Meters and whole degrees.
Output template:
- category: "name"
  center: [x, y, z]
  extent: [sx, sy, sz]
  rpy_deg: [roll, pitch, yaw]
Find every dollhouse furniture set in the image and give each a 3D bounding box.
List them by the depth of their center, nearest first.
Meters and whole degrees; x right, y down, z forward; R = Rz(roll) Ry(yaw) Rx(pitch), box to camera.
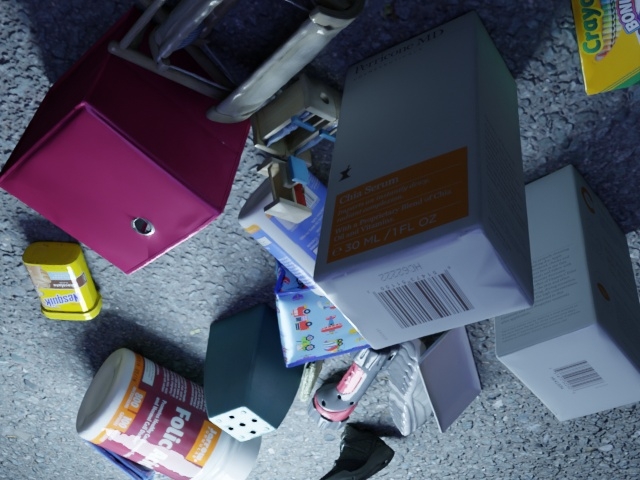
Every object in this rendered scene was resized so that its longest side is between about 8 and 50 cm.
- category: "dollhouse furniture set"
  center: [-0.013, -0.136, 1.292]
  extent: [0.129, 0.183, 0.129]
  rpy_deg: [-30, 148, 34]

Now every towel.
- category: "towel"
  center: [-0.014, 0.279, 1.799]
  extent: [0.027, 0.110, 0.148]
  rpy_deg: [19, 136, 6]
- category: "towel"
  center: [-0.460, 0.520, 2.024]
  extent: [0.209, 0.034, 0.285]
  rpy_deg: [33, 176, 12]

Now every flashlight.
- category: "flashlight"
  center: [0.063, 0.308, 1.832]
  extent: [0.103, 0.103, 0.304]
  rpy_deg: [-18, 146, -37]

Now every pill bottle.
- category: "pill bottle"
  center: [0.000, 0.000, 1.439]
  extent: [0.272, 0.152, 0.152]
  rpy_deg: [43, 128, -15]
- category: "pill bottle"
  center: [-0.349, 0.434, 1.930]
  extent: [0.392, 0.224, 0.224]
  rpy_deg: [32, 132, -22]

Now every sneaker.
- category: "sneaker"
  center: [0.215, 0.309, 1.828]
  extent: [0.115, 0.105, 0.281]
  rpy_deg: [-20, 135, -19]
- category: "sneaker"
  center: [0.060, 0.537, 2.009]
  extent: [0.130, 0.227, 0.087]
  rpy_deg: [42, 141, 32]

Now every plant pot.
- category: "plant pot"
  center: [-0.147, 0.292, 1.744]
  extent: [0.166, 0.234, 0.165]
  rpy_deg: [-24, 127, 31]

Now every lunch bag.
- category: "lunch bag"
  center: [0.063, 0.124, 1.628]
  extent: [0.293, 0.138, 0.221]
  rpy_deg: [-4, 133, 0]

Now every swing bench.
- category: "swing bench"
  center: [-0.113, -0.313, 1.160]
  extent: [0.255, 0.165, 0.253]
  rpy_deg: [34, 131, -25]

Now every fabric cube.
- category: "fabric cube"
  center: [-0.298, -0.150, 1.290]
  extent: [0.254, 0.259, 0.258]
  rpy_deg: [-29, 125, 34]

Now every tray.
- category: "tray"
  center: [0.276, 0.295, 1.778]
  extent: [0.030, 0.145, 0.270]
  rpy_deg: [29, 152, 41]

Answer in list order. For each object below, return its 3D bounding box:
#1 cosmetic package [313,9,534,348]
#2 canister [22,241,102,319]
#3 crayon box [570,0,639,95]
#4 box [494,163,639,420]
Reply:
- category: "cosmetic package"
  center: [0.148, -0.097, 1.133]
  extent: [0.230, 0.453, 0.161]
  rpy_deg: [-20, 129, 26]
- category: "canister"
  center: [-0.538, 0.084, 1.707]
  extent: [0.126, 0.073, 0.170]
  rpy_deg: [2, 135, 7]
- category: "crayon box"
  center: [0.420, -0.343, 1.103]
  extent: [0.165, 0.081, 0.278]
  rpy_deg: [-10, 133, 19]
- category: "box"
  center: [0.408, 0.083, 1.357]
  extent: [0.168, 0.345, 0.215]
  rpy_deg: [-26, 127, 31]
